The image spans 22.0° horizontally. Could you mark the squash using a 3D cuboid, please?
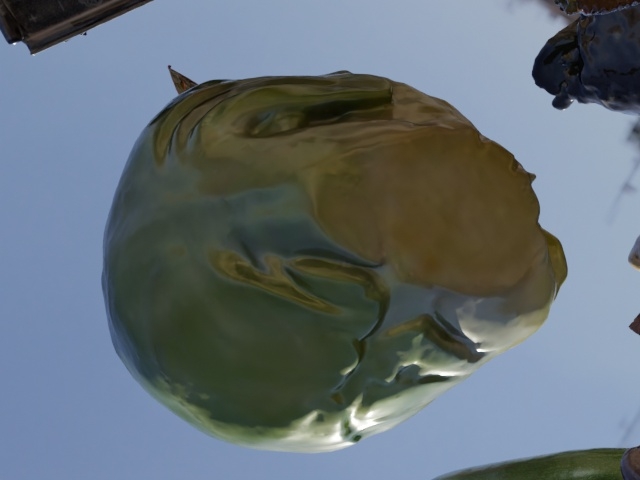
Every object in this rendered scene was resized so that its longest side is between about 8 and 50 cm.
[{"bbox_3d":[0.223,0.287,1.774,0.395,0.107,0.107,-15,161,43],"label":"squash"}]

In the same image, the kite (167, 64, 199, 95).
[{"bbox_3d":[-0.090,-0.109,1.869,0.244,0.006,0.198,46,-160,-6],"label":"kite"}]

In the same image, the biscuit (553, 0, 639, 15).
[{"bbox_3d":[0.172,-0.200,1.134,0.126,0.025,0.206,-8,-148,-18],"label":"biscuit"}]

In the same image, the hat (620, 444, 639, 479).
[{"bbox_3d":[0.307,0.228,1.517,0.042,0.058,0.087,52,-156,-66],"label":"hat"}]

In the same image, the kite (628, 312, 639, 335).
[{"bbox_3d":[0.243,0.060,0.988,0.139,0.156,0.011,5,166,-23],"label":"kite"}]

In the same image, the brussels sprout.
[{"bbox_3d":[0.000,0.000,1.145,0.268,0.344,0.344,64,-165,-6],"label":"brussels sprout"}]

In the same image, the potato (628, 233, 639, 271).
[{"bbox_3d":[0.419,0.011,2.034,0.068,0.083,0.062,-7,-119,-41],"label":"potato"}]

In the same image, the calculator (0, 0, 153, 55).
[{"bbox_3d":[-0.185,-0.284,1.460,0.165,0.274,0.028,61,162,2],"label":"calculator"}]

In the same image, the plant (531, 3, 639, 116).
[{"bbox_3d":[0.417,-0.236,2.033,0.188,0.198,0.276,7,-172,-45],"label":"plant"}]
